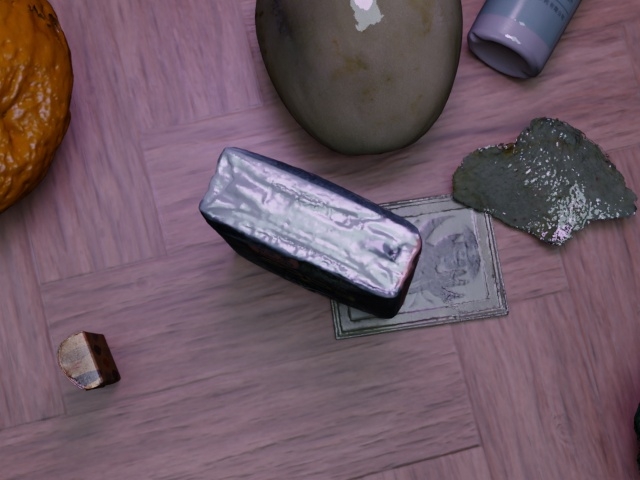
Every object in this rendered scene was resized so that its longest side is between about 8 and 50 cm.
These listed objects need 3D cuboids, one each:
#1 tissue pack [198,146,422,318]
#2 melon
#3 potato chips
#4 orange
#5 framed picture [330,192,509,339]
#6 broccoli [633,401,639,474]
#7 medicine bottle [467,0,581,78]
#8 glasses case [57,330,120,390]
[{"bbox_3d":[0.000,0.000,1.196,0.228,0.315,0.103,25,84,7],"label":"tissue pack"},{"bbox_3d":[0.048,-0.259,1.274,0.272,0.272,0.308,-24,77,-7],"label":"melon"},{"bbox_3d":[0.290,-0.075,1.360,0.228,0.059,0.167,-20,95,-10],"label":"potato chips"},{"bbox_3d":[-0.458,-0.176,1.195,0.293,0.340,0.340,23,81,25],"label":"orange"},{"bbox_3d":[0.120,0.031,1.363,0.231,0.010,0.173,-9,83,-5],"label":"framed picture"},{"bbox_3d":[0.513,0.237,1.258,0.265,0.245,0.294,-31,111,-25],"label":"broccoli"},{"bbox_3d":[0.320,-0.386,1.380,0.110,0.110,0.351,30,82,0],"label":"medicine bottle"},{"bbox_3d":[-0.274,0.145,1.241,0.041,0.170,0.064,-23,86,-7],"label":"glasses case"}]
